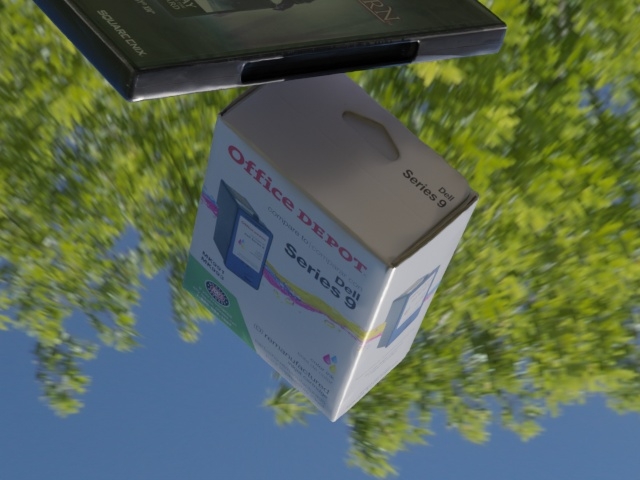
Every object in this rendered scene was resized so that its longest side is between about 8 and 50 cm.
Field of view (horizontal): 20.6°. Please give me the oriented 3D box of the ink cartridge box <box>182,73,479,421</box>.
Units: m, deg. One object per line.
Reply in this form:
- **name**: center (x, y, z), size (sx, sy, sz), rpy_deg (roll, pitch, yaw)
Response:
- **ink cartridge box**: center (0.000, 0.000, 1.168), size (0.154, 0.212, 0.093), rpy_deg (41, -122, 14)

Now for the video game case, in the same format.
- **video game case**: center (-0.047, -0.159, 1.074), size (0.274, 0.026, 0.196), rpy_deg (-12, -137, -36)
